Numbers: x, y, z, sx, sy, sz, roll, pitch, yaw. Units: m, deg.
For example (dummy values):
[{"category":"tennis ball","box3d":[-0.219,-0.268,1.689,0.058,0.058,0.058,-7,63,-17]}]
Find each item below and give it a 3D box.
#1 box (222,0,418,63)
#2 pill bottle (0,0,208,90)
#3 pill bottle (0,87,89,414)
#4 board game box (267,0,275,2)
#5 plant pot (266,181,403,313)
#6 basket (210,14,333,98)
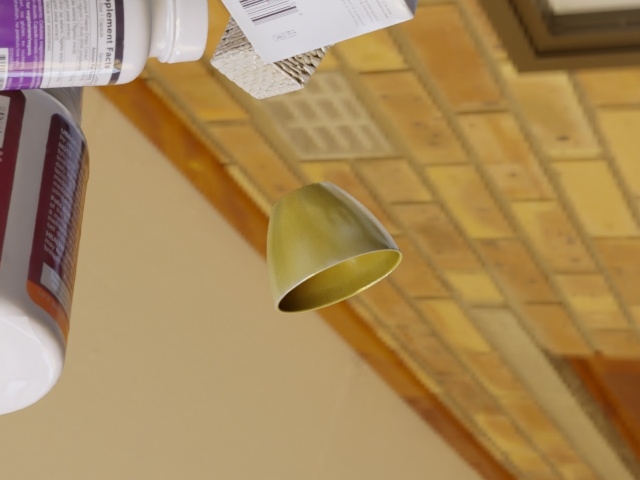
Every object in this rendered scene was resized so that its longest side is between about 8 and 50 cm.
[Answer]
[{"category":"box","box3d":[-0.014,-0.298,1.455,0.181,0.182,0.119,54,-145,-36]},{"category":"pill bottle","box3d":[-0.182,-0.162,1.025,0.193,0.108,0.108,-5,-90,-20]},{"category":"pill bottle","box3d":[-0.363,-0.032,1.534,0.224,0.224,0.392,59,-157,-47]},{"category":"board game box","box3d":[-0.042,-0.296,0.980,0.275,0.144,0.142,34,-143,-66]},{"category":"plant pot","box3d":[0.000,0.000,1.412,0.134,0.134,0.095,14,-131,-64]},{"category":"basket","box3d":[-0.073,-0.281,2.111,0.113,0.167,0.103,36,-108,-23]}]
